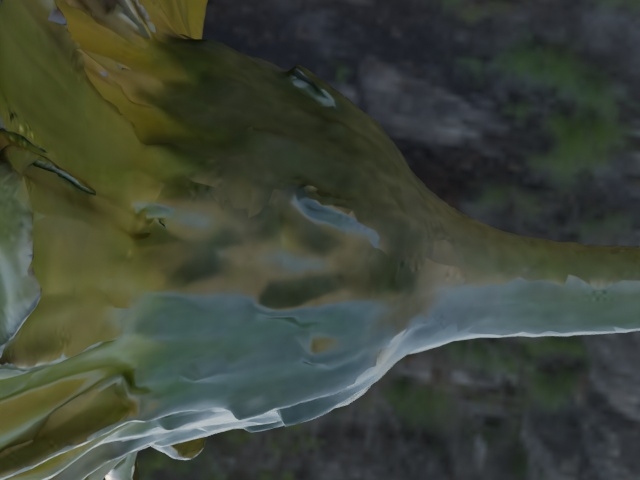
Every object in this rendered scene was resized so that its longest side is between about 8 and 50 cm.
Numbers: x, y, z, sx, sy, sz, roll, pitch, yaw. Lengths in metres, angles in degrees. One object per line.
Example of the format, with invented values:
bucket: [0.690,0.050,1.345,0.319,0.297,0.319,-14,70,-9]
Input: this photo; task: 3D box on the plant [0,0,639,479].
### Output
plant: [-0.041,0.023,0.538,0.297,0.261,0.306,32,-158,-12]
